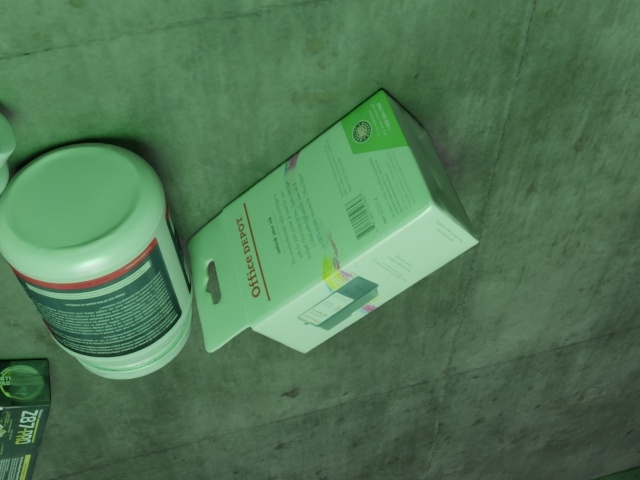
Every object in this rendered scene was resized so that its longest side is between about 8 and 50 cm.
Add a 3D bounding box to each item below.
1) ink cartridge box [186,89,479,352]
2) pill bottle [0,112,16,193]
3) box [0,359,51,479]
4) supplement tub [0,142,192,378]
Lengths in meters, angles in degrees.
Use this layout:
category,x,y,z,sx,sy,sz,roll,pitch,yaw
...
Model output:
category,x,y,z,sx,sy,sz,roll,pitch,yaw
ink cartridge box,0.000,0.000,1.058,0.354,0.207,0.119,-34,140,21
pill bottle,-0.418,-0.055,0.875,0.117,0.117,0.215,22,127,-42
box,-0.622,0.337,1.309,0.319,0.097,0.394,3,138,-25
supplement tub,-0.262,0.033,0.996,0.191,0.191,0.272,-14,143,-7
